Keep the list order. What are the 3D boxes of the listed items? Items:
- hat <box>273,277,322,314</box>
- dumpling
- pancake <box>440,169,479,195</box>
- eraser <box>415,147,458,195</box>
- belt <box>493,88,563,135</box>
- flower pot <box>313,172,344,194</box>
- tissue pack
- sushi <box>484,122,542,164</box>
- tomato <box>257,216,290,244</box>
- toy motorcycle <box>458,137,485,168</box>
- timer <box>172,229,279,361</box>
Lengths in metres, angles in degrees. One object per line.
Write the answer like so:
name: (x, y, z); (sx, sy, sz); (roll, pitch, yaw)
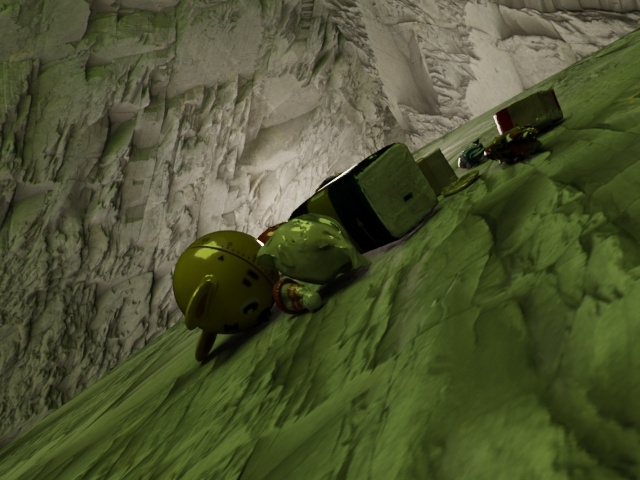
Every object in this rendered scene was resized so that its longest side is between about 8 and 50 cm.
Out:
hat: (-0.050, 0.155, 1.270); (0.162, 0.112, 0.093); (-9, 51, 51)
dumpling: (-0.010, 0.033, 1.341); (0.318, 0.187, 0.243); (-5, -21, 32)
pancake: (0.457, -0.188, 1.531); (0.140, 0.022, 0.139); (-34, 6, 4)
eraser: (0.309, -0.179, 1.672); (0.343, 0.144, 0.078); (-33, 5, 17)
belt: (0.689, -0.401, 1.547); (0.201, 0.124, 0.128); (-23, -7, 39)
flower pot: (0.118, -0.142, 1.955); (0.267, 0.266, 0.267); (-32, -5, 14)
tissue pack: (0.123, -0.097, 1.506); (0.264, 0.253, 0.417); (-37, 5, -35)
sushi: (0.573, -0.284, 1.382); (0.097, 0.103, 0.226); (-63, 15, -10)
tomato: (-0.175, 0.020, 2.212); (0.256, 0.224, 0.256); (-23, 4, 2)
toy motorcycle: (0.570, -0.319, 1.763); (0.114, 0.076, 0.205); (-39, 3, 22)
timer: (-0.309, 0.168, 1.485); (0.376, 0.376, 0.386); (-28, 31, 44)
